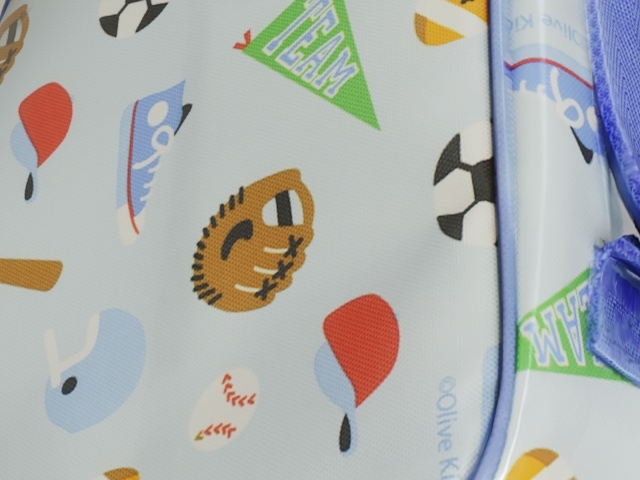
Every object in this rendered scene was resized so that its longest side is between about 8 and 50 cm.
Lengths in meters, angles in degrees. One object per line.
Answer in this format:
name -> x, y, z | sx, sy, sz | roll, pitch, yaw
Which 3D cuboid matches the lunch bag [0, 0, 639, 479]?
lunch bag -> 0.000, 0.000, 0.534 | 0.115, 0.243, 0.303 | 32, 46, -39
